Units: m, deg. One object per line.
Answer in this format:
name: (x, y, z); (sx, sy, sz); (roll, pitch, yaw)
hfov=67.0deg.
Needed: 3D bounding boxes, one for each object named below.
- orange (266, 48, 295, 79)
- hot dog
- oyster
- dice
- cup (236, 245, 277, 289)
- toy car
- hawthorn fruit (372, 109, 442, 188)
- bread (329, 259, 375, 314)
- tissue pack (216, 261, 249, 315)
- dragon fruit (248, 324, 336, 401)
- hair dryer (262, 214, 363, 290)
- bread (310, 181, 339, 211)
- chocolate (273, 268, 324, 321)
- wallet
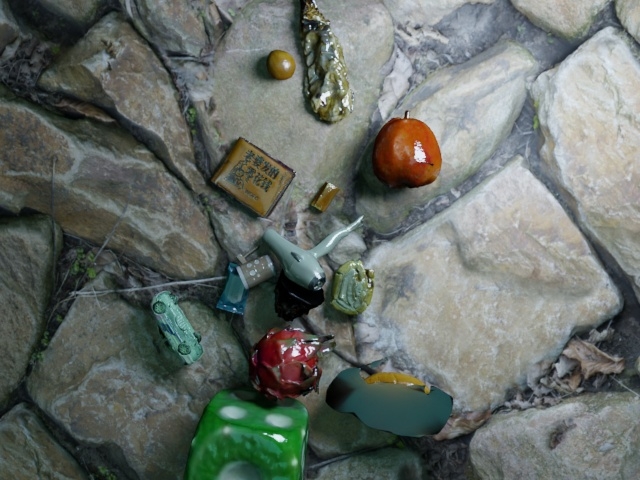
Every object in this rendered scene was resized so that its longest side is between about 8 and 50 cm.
orange: (-0.107, -0.473, 1.303); (0.085, 0.085, 0.085); (0, 96, 4)
hot dog: (0.194, 0.436, 1.369); (0.326, 0.107, 0.194); (25, 88, 10)
oyster: (0.000, -0.485, 1.300); (0.128, 0.078, 0.345); (-13, 98, 13)
dice: (-0.188, 0.585, 1.311); (0.297, 0.300, 0.287); (9, 93, 4)
cup: (-0.183, 0.079, 1.370); (0.099, 0.102, 0.074); (-23, 131, -9)
toy car: (-0.422, 0.254, 1.393); (0.076, 0.090, 0.224); (-30, 93, 12)
hawthorn fruit: (0.225, -0.235, 1.256); (0.185, 0.185, 0.202); (0, 92, 4)
bread: (0.090, 0.131, 1.358); (0.117, 0.064, 0.156); (7, 98, 2)
tissue pack: (-0.244, 0.139, 1.401); (0.085, 0.028, 0.138); (17, 91, -3)
dragon fruit: (-0.085, 0.330, 1.330); (0.274, 0.192, 0.193); (-36, 114, 8)
hair dryer: (-0.037, -0.004, 1.349); (0.229, 0.092, 0.267); (24, 61, 22)
bread: (0.013, -0.122, 1.351); (0.047, 0.036, 0.083); (33, 99, -3)
chocolate: (-0.079, 0.171, 1.348); (0.156, 0.156, 0.133); (33, 113, 0)
wallet: (-0.187, -0.177, 1.354); (0.195, 0.042, 0.161); (35, 97, -1)
